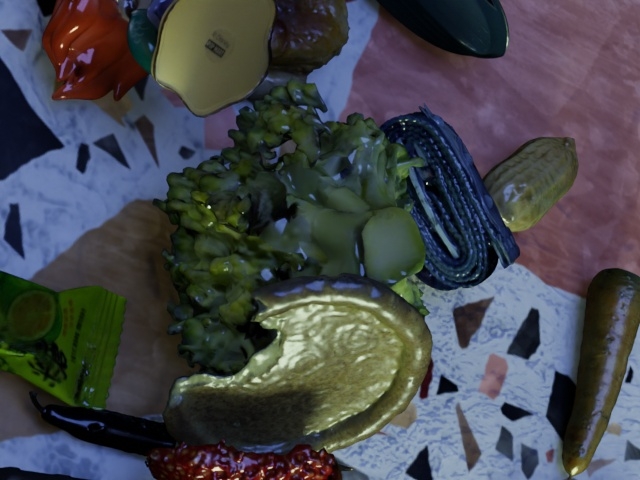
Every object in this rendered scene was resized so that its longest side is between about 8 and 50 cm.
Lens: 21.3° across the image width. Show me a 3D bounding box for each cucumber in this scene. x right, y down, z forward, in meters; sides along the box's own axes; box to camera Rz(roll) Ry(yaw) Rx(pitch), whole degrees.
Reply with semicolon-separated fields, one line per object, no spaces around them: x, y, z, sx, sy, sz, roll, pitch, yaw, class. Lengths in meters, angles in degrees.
-0.224;0.191;1.738;0.163;0.039;0.043;16;89;-29;cucumber

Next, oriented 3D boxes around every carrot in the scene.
0.337;0.174;2.082;0.078;0.078;0.298;27;69;-22;carrot

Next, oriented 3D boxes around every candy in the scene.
-0.315;0.085;1.700;0.246;0.069;0.149;18;62;-21;candy

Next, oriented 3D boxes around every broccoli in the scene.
-0.014;0.005;1.816;0.334;0.272;0.324;0;56;-35;broccoli

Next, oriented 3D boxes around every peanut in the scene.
0.258;-0.069;2.087;0.194;0.083;0.093;-34;131;-44;peanut

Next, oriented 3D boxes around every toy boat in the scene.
0.122;-0.329;2.069;0.296;0.114;0.122;42;38;-15;toy boat

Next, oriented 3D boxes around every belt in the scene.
0.137;-0.047;1.988;0.218;0.122;0.128;63;15;-1;belt

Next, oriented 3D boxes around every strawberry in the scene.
-0.079;0.266;1.747;0.208;0.167;0.087;1;66;-11;strawberry

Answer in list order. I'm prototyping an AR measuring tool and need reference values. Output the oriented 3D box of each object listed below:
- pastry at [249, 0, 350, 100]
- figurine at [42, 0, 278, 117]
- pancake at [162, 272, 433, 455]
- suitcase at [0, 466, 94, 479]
-0.069;-0.275;1.941;0.218;0.100;0.229;17;69;-27;pastry
-0.195;-0.239;1.792;0.181;0.257;0.208;-19;128;-37;figurine
-0.025;0.138;1.717;0.288;0.286;0.033;-17;50;2;pancake
-0.247;0.373;1.655;0.206;0.066;0.286;13;69;-28;suitcase
